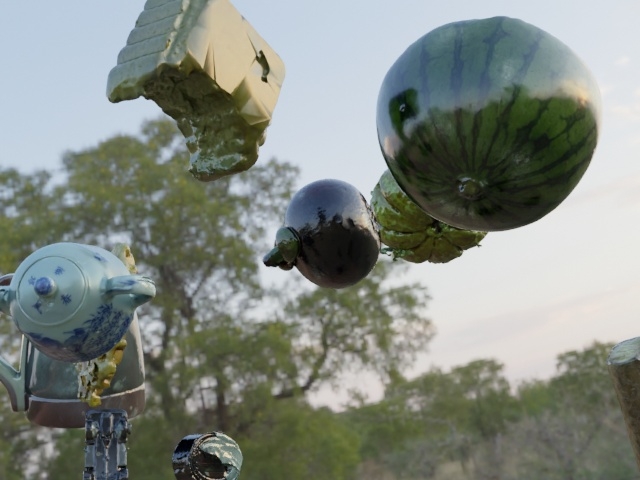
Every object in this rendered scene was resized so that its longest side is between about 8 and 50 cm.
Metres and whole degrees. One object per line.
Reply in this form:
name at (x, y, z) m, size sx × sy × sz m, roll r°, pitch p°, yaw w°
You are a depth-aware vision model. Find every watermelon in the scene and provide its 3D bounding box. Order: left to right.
watermelon at (0.232, -0.146, 1.351) m, size 0.331 × 0.331 × 0.189 m, roll -16°, pitch 26°, yaw 16°

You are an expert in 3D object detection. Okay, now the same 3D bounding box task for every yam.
yam at (0.506, 0.318, 1.418) m, size 0.081 × 0.356 × 0.081 m, roll -20°, pitch 9°, yaw 4°

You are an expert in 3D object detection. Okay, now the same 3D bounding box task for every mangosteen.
mangosteen at (0.009, -0.004, 1.805) m, size 0.216 × 0.216 × 0.216 m, roll -11°, pitch -15°, yaw -3°

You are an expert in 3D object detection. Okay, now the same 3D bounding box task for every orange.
orange at (0.254, -0.095, 2.180) m, size 0.300 × 0.223 × 0.301 m, roll 4°, pitch -51°, yaw -16°

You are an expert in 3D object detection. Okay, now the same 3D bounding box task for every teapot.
teapot at (-0.507, 0.192, 1.870) m, size 0.315 × 0.312 × 0.233 m, roll -2°, pitch 3°, yaw -14°
teapot at (-0.321, 0.070, 1.199) m, size 0.232 × 0.159 × 0.159 m, roll -3°, pitch -14°, yaw 4°

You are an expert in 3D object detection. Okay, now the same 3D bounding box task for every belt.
belt at (-0.208, 0.405, 1.747) m, size 0.058 × 0.105 × 0.140 m, roll -13°, pitch -25°, yaw 42°

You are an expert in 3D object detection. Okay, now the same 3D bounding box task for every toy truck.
toy truck at (-0.334, 0.371, 1.488) m, size 0.074 × 0.201 × 0.088 m, roll 0°, pitch -26°, yaw -11°

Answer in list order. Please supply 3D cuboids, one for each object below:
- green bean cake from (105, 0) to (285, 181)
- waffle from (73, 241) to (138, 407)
green bean cake at (-0.171, -0.232, 1.387) m, size 0.124 × 0.233 × 0.236 m, roll -8°, pitch -38°, yaw 38°
waffle at (-0.359, 0.125, 1.578) m, size 0.051 × 0.291 × 0.291 m, roll 15°, pitch -25°, yaw -23°
